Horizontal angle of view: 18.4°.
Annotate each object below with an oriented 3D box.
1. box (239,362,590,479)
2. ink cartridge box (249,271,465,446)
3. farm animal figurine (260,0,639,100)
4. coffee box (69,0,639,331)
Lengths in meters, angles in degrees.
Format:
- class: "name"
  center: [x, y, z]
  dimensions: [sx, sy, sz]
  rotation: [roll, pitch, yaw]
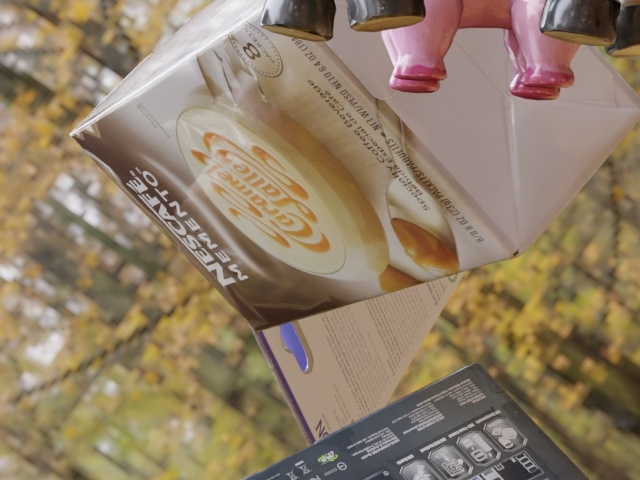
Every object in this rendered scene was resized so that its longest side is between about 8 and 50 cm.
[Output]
- class: "box"
  center: [0.035, 0.172, 0.863]
  dimensions: [0.232, 0.183, 0.059]
  rotation: [-25, -35, -30]
- class: "ink cartridge box"
  center: [0.000, 0.000, 1.186]
  dimensions: [0.224, 0.045, 0.223]
  rotation: [-57, -46, -41]
- class: "farm animal figurine"
  center: [0.167, -0.125, 0.546]
  dimensions: [0.330, 0.326, 0.172]
  rotation: [5, -93, -54]
- class: "coffee box"
  center: [0.006, -0.052, 0.868]
  dimensions: [0.098, 0.141, 0.246]
  rotation: [-48, 11, -24]
